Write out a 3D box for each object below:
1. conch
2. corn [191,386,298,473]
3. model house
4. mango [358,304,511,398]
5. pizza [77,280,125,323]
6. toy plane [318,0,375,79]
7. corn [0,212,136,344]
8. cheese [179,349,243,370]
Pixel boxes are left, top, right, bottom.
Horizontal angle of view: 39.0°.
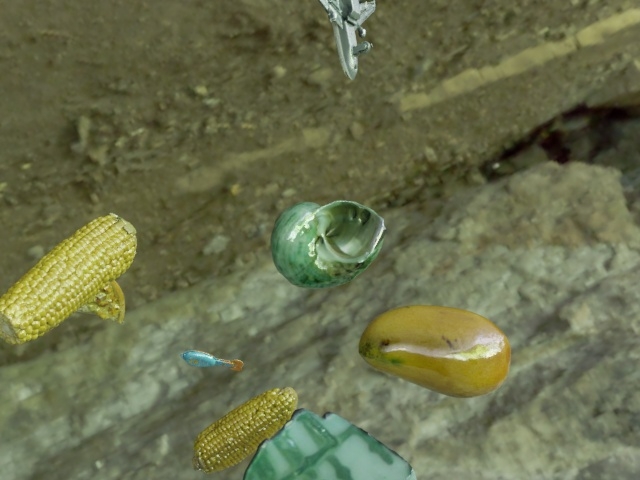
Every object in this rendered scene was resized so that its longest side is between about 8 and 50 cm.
[{"bbox_3d":[0.003,0.001,1.535,0.176,0.188,0.122,-62,175,5],"label":"conch"},{"bbox_3d":[-0.156,0.382,1.823,0.262,0.097,0.097,-37,171,7],"label":"corn"},{"bbox_3d":[0.049,0.497,1.525,0.252,0.295,0.329,-46,137,-19],"label":"model house"},{"bbox_3d":[0.236,0.224,1.869,0.317,0.173,0.211,10,-156,-3],"label":"mango"},{"bbox_3d":[-0.428,0.124,1.726,0.109,0.026,0.123,-16,127,-10],"label":"pizza"},{"bbox_3d":[0.026,-0.330,1.252,0.058,0.226,0.226,-28,160,28],"label":"toy plane"},{"bbox_3d":[-0.349,0.051,1.251,0.091,0.091,0.260,-3,-154,32],"label":"corn"},{"bbox_3d":[-0.189,0.209,1.567,0.111,0.017,0.047,12,145,-6],"label":"cheese"}]
